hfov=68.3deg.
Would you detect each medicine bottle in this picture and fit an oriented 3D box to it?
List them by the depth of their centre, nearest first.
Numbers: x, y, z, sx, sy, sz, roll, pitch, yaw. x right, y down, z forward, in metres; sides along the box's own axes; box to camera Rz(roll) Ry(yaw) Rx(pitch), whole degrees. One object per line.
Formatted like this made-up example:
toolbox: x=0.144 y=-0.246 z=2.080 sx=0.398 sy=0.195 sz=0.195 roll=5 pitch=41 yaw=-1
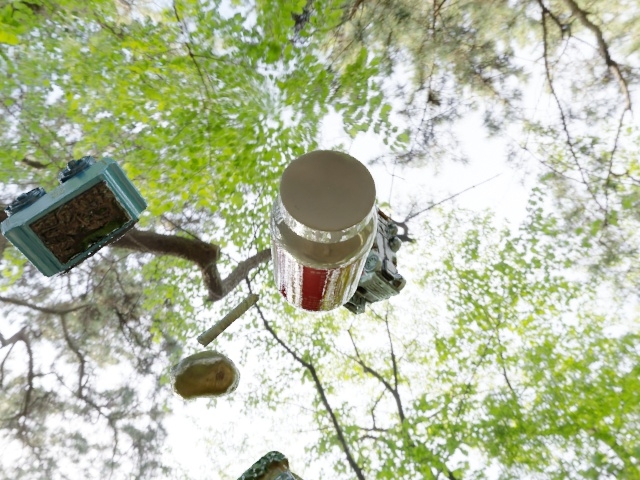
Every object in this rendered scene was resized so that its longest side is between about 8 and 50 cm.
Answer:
medicine bottle: x=0.000 y=0.000 z=0.613 sx=0.131 sy=0.250 sz=0.131 roll=1 pitch=-117 yaw=-3

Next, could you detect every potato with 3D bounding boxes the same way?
potato: x=-0.333 y=0.393 z=1.365 sx=0.200 sy=0.137 sz=0.154 roll=-1 pitch=-39 yaw=-7

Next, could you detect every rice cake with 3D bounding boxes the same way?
rice cake: x=-0.250 y=0.214 z=1.291 sx=0.211 sy=0.043 sz=0.034 roll=-41 pitch=-84 yaw=-26

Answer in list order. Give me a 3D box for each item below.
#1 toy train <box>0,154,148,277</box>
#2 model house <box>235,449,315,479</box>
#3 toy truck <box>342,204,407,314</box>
toy train: x=-0.603 y=-0.065 z=1.148 sx=0.300 sy=0.265 sz=0.188 roll=-41 pitch=-55 yaw=-19
model house: x=-0.127 y=0.800 z=1.167 sx=0.382 sy=0.342 sz=0.334 roll=-28 pitch=-84 yaw=-28
toy truck: x=0.128 y=0.058 z=1.357 sx=0.184 sy=0.338 sz=0.133 roll=-32 pitch=-52 yaw=30
